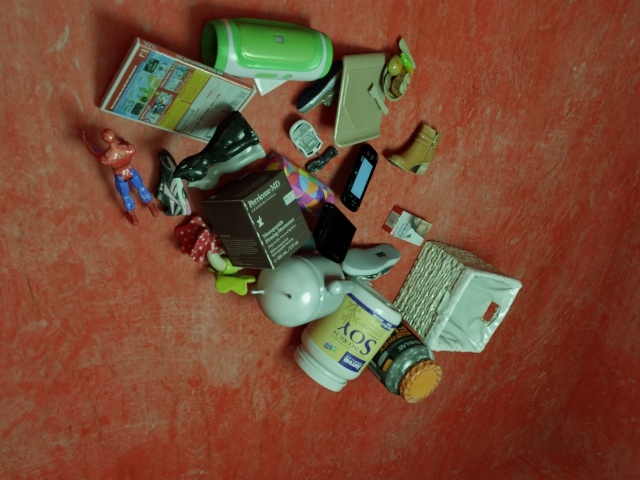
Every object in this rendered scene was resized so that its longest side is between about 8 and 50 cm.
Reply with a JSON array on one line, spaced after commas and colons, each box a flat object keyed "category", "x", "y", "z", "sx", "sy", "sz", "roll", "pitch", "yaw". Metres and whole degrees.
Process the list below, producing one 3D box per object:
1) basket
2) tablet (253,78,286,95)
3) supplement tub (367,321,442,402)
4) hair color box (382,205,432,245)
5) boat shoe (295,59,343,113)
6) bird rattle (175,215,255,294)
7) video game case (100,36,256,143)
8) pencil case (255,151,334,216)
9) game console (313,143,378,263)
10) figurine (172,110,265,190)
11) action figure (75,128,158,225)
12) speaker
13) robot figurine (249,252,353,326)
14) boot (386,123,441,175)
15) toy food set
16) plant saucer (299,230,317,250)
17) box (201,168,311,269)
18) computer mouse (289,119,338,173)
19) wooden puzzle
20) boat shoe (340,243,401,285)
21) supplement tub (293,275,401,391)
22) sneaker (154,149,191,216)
[{"category": "basket", "x": 0.500, "y": 0.212, "z": 2.029, "sx": 0.331, "sy": 0.266, "sz": 0.328, "roll": 12, "pitch": 110, "yaw": -40}, {"category": "tablet", "x": -0.126, "y": -0.410, "z": 1.375, "sx": 0.083, "sy": 0.006, "sz": 0.054, "roll": -35, "pitch": 132, "yaw": -12}, {"category": "supplement tub", "x": 0.261, "y": 0.404, "z": 1.932, "sx": 0.207, "sy": 0.338, "sz": 0.207, "roll": -18, "pitch": 127, "yaw": -26}, {"category": "hair color box", "x": 0.301, "y": -0.049, "z": 1.870, "sx": 0.167, "sy": 0.053, "sz": 0.093, "roll": 18, "pitch": 106, "yaw": -42}, {"category": "boat shoe", "x": 0.014, "y": -0.394, "z": 1.442, "sx": 0.183, "sy": 0.066, "sz": 0.066, "roll": -44, "pitch": 135, "yaw": -4}, {"category": "bird rattle", "x": -0.268, "y": 0.017, "z": 1.500, "sx": 0.207, "sy": 0.143, "sz": 0.254, "roll": -42, "pitch": 121, "yaw": -21}, {"category": "video game case", "x": -0.316, "y": -0.322, "z": 1.217, "sx": 0.285, "sy": 0.025, "sz": 0.204, "roll": 12, "pitch": 142, "yaw": -39}, {"category": "pencil case", "x": -0.065, "y": -0.152, "z": 1.523, "sx": 0.236, "sy": 0.104, "sz": 0.104, "roll": 31, "pitch": 98, "yaw": -41}, {"category": "game console", "x": 0.082, "y": -0.116, "z": 1.594, "sx": 0.361, "sy": 0.043, "sz": 0.213, "roll": -68, "pitch": 156, "yaw": -7}, {"category": "figurine", "x": -0.248, "y": -0.198, "z": 1.315, "sx": 0.209, "sy": 0.092, "sz": 0.215, "roll": -37, "pitch": 176, "yaw": -2}, {"category": "action figure", "x": -0.463, "y": -0.170, "z": 1.247, "sx": 0.091, "sy": 0.139, "sz": 0.280, "roll": -30, "pitch": 153, "yaw": -20}, {"category": "speaker", "x": -0.122, "y": -0.445, "z": 1.275, "sx": 0.296, "sy": 0.131, "sz": 0.131, "roll": -8, "pitch": 121, "yaw": -32}, {"category": "robot figurine", "x": -0.056, "y": 0.141, "z": 1.592, "sx": 0.353, "sy": 0.299, "sz": 0.200, "roll": -4, "pitch": 86, "yaw": -65}, {"category": "boot", "x": 0.296, "y": -0.293, "z": 1.703, "sx": 0.197, "sy": 0.073, "sz": 0.152, "roll": 3, "pitch": 117, "yaw": -50}, {"category": "toy food set", "x": 0.219, "y": -0.456, "z": 1.525, "sx": 0.192, "sy": 0.038, "sz": 0.132, "roll": -60, "pitch": 141, "yaw": -10}, {"category": "plant saucer", "x": 0.000, "y": 0.000, "z": 1.715, "sx": 0.192, "sy": 0.018, "sz": 0.067, "roll": 5, "pitch": 114, "yaw": -36}, {"category": "box", "x": -0.162, "y": -0.053, "z": 1.401, "sx": 0.168, "sy": 0.167, "sz": 0.203, "roll": -43, "pitch": 121, "yaw": -38}, {"category": "computer mouse", "x": -0.030, "y": -0.271, "z": 1.509, "sx": 0.106, "sy": 0.042, "sz": 0.193, "roll": -41, "pitch": 139, "yaw": 0}, {"category": "wooden puzzle", "x": 0.110, "y": -0.392, "z": 1.497, "sx": 0.221, "sy": 0.044, "sz": 0.239, "roll": -25, "pitch": 128, "yaw": -46}, {"category": "boat shoe", "x": 0.154, "y": 0.085, "z": 1.793, "sx": 0.306, "sy": 0.113, "sz": 0.105, "roll": -18, "pitch": 141, "yaw": -56}, {"category": "supplement tub", "x": 0.086, "y": 0.310, "z": 1.818, "sx": 0.241, "sy": 0.241, "sz": 0.331, "roll": 32, "pitch": 96, "yaw": -43}, {"category": "sneaker", "x": -0.376, "y": -0.130, "z": 1.337, "sx": 0.077, "sy": 0.072, "sz": 0.178, "roll": -18, "pitch": 121, "yaw": -12}]
